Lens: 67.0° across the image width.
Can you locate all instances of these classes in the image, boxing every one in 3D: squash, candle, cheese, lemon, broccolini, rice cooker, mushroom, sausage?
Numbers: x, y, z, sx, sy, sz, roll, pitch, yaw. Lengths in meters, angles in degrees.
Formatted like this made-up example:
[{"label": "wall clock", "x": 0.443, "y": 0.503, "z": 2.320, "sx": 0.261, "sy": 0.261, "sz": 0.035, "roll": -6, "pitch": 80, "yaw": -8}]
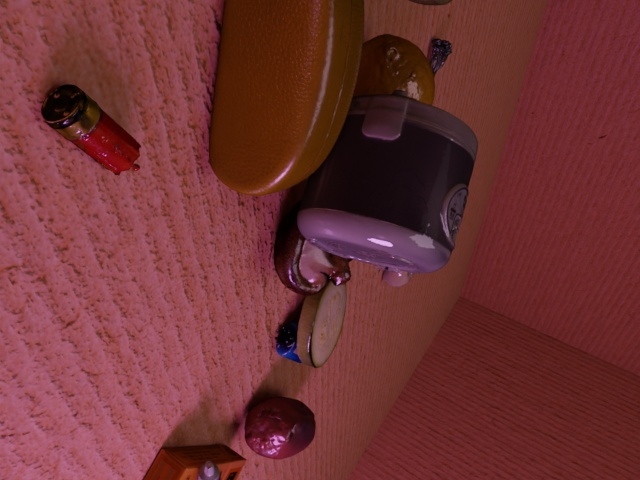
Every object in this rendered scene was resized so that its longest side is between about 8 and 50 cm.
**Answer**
[{"label": "squash", "x": 0.005, "y": 0.210, "z": 1.271, "sx": 0.252, "sy": 0.049, "sz": 0.251, "roll": 12, "pitch": 90, "yaw": -70}, {"label": "candle", "x": -0.244, "y": -0.114, "z": 0.541, "sx": 0.052, "sy": 0.052, "sz": 0.130, "roll": -60, "pitch": 156, "yaw": -12}, {"label": "cheese", "x": 0.320, "y": 0.038, "z": 1.756, "sx": 0.159, "sy": 0.093, "sz": 0.262, "roll": -25, "pitch": 133, "yaw": -57}, {"label": "lemon", "x": 0.133, "y": -0.294, "z": 0.962, "sx": 0.188, "sy": 0.188, "sz": 0.256, "roll": -58, "pitch": 160, "yaw": -17}, {"label": "broccolini", "x": 0.313, "y": -0.444, "z": 1.343, "sx": 0.067, "sy": 0.058, "sz": 0.216, "roll": -33, "pitch": 141, "yaw": -54}, {"label": "rice cooker", "x": 0.118, "y": -0.096, "z": 0.839, "sx": 0.288, "sy": 0.289, "sz": 0.276, "roll": 37, "pitch": 68, "yaw": -65}, {"label": "mushroom", "x": -0.008, "y": -0.001, "z": 1.003, "sx": 0.231, "sy": 0.138, "sz": 0.194, "roll": -36, "pitch": 109, "yaw": -25}, {"label": "sausage", "x": -0.100, "y": 0.486, "z": 1.256, "sx": 0.152, "sy": 0.152, "sz": 0.279, "roll": -61, "pitch": 157, "yaw": -9}]

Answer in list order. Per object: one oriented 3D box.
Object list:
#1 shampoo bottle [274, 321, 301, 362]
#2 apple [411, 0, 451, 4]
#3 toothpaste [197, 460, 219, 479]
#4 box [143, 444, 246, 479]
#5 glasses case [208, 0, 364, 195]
[{"label": "shampoo bottle", "x": -0.066, "y": 0.260, "z": 1.235, "sx": 0.087, "sy": 0.050, "sz": 0.183, "roll": -63, "pitch": 156, "yaw": -13}, {"label": "apple", "x": 0.163, "y": -0.545, "z": 0.746, "sx": 0.258, "sy": 0.233, "sz": 0.295, "roll": -7, "pitch": 137, "yaw": -47}, {"label": "toothpaste", "x": -0.229, "y": 0.515, "z": 0.983, "sx": 0.064, "sy": 0.041, "sz": 0.218, "roll": -44, "pitch": 152, "yaw": -50}, {"label": "box", "x": -0.281, "y": 0.533, "z": 1.027, "sx": 0.174, "sy": 0.076, "sz": 0.274, "roll": -60, "pitch": 155, "yaw": -10}, {"label": "glasses case", "x": -0.040, "y": -0.243, "z": 0.681, "sx": 0.141, "sy": 0.173, "sz": 0.371, "roll": -31, "pitch": 138, "yaw": -57}]
